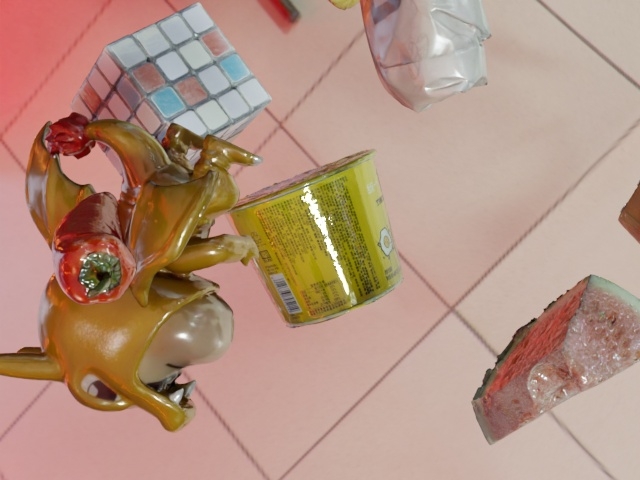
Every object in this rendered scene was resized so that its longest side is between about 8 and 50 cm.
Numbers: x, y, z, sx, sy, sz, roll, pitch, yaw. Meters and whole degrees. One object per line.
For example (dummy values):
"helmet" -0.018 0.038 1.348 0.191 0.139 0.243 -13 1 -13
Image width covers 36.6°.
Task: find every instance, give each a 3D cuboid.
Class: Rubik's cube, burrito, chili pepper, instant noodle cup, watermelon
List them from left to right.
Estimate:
"chili pepper" -0.203 0.007 0.864 0.071 0.272 0.063 -1 108 -14
"Rubik's cube" -0.304 -0.276 1.941 0.253 0.259 0.256 52 142 -1
"instant noodle cup" 0.000 0.000 1.816 0.326 0.325 0.254 -20 97 21
"burrito" 0.066 -0.325 0.796 0.101 0.139 0.445 -8 89 1
"watermelon" 0.339 0.175 1.411 0.318 0.226 0.148 -37 81 19

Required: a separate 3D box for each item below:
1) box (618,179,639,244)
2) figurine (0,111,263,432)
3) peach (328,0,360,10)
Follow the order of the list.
"box" 0.547 -0.058 1.514 0.111 0.111 0.177 34 106 22
"figurine" -0.256 0.025 1.282 0.401 0.268 0.387 21 91 36
"peach" 0.039 -0.390 1.276 0.118 0.151 0.151 44 104 14
